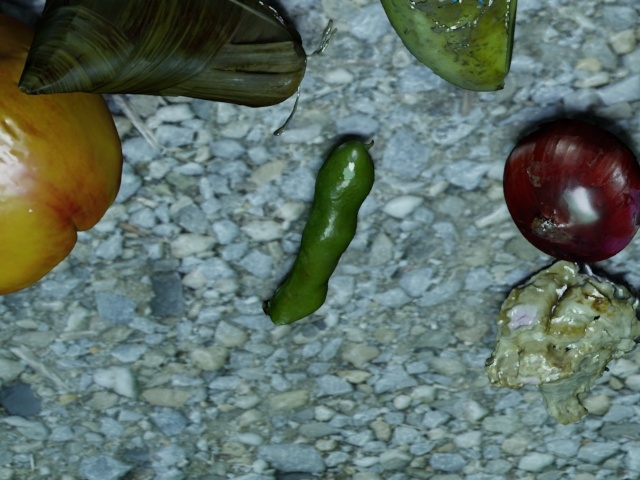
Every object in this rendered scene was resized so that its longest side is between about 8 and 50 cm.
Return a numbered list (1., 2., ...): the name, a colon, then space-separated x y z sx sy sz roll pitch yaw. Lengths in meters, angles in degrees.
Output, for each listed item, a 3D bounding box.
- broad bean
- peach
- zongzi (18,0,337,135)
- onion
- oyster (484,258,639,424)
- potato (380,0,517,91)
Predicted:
1. broad bean: 0.001 0.000 1.815 0.053 0.052 0.256 47 140 20
2. peach: -0.310 -0.083 1.645 0.281 0.238 0.281 30 161 11
3. zongzi: -0.118 -0.134 1.566 0.248 0.241 0.111 29 130 -19
4. onion: 0.219 -0.043 1.692 0.131 0.131 0.131 4 134 4
5. oyster: 0.238 0.109 1.865 0.163 0.081 0.191 -14 134 14
6. potato: 0.107 -0.191 1.612 0.119 0.054 0.198 -7 132 11
